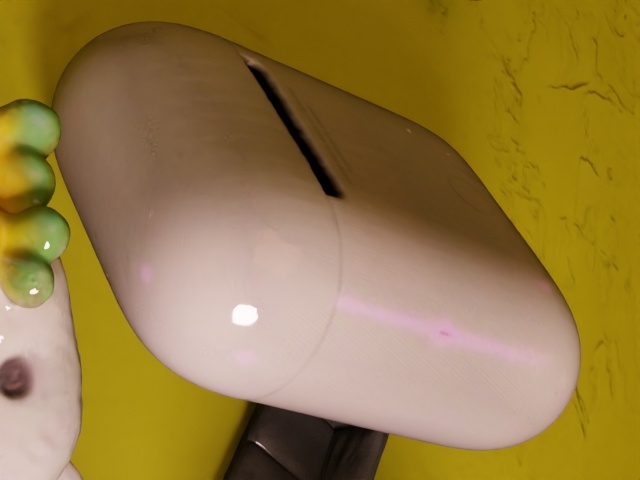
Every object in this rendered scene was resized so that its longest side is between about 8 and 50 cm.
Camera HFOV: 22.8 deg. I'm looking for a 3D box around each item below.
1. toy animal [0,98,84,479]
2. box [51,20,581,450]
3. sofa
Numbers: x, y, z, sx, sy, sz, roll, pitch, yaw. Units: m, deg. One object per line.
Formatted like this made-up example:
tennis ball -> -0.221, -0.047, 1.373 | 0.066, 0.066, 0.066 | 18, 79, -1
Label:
toy animal -> -0.220, 0.039, 0.744 | 0.183, 0.247, 0.310 | -34, 75, -36
box -> 0.001, -0.001, 1.029 | 0.349, 0.141, 0.289 | 19, 30, -39
sofa -> -0.009, 0.149, 1.023 | 0.085, 0.060, 0.147 | 44, 40, -16
